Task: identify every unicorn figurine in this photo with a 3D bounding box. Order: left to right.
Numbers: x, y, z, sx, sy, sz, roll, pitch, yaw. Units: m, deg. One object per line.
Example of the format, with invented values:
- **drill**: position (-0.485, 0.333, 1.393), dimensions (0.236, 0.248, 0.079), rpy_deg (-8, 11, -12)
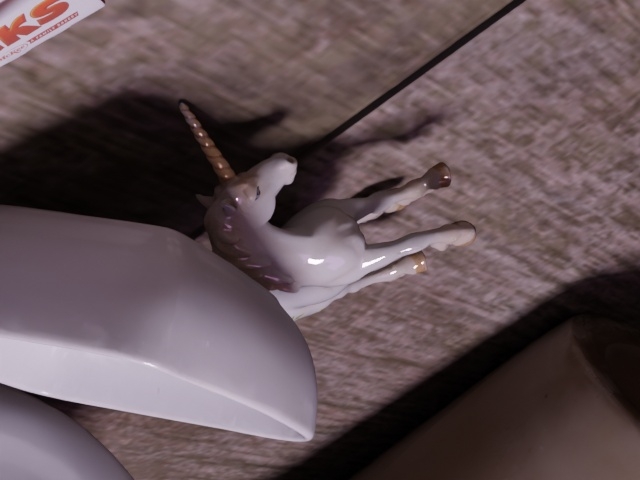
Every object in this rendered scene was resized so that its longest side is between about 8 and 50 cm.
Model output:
- **unicorn figurine**: position (0.000, 0.000, 0.683), dimensions (0.111, 0.060, 0.162), rpy_deg (-17, 154, -19)

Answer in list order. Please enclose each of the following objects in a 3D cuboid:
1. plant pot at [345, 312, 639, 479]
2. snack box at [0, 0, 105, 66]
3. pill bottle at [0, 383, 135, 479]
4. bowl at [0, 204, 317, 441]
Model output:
- **plant pot**: position (0.132, 0.204, 0.978), dimensions (0.323, 0.323, 0.280), rpy_deg (9, 121, -52)
- **snack box**: position (-0.153, -0.044, 0.495), dimensions (0.178, 0.022, 0.064), rpy_deg (-29, 157, 7)
- **pill bottle**: position (-0.213, 0.209, 0.748), dimensions (0.181, 0.181, 0.323), rpy_deg (1, 145, -45)
- **bowl**: position (-0.076, 0.028, 0.620), dimensions (0.142, 0.053, 0.142), rpy_deg (7, 165, 27)
